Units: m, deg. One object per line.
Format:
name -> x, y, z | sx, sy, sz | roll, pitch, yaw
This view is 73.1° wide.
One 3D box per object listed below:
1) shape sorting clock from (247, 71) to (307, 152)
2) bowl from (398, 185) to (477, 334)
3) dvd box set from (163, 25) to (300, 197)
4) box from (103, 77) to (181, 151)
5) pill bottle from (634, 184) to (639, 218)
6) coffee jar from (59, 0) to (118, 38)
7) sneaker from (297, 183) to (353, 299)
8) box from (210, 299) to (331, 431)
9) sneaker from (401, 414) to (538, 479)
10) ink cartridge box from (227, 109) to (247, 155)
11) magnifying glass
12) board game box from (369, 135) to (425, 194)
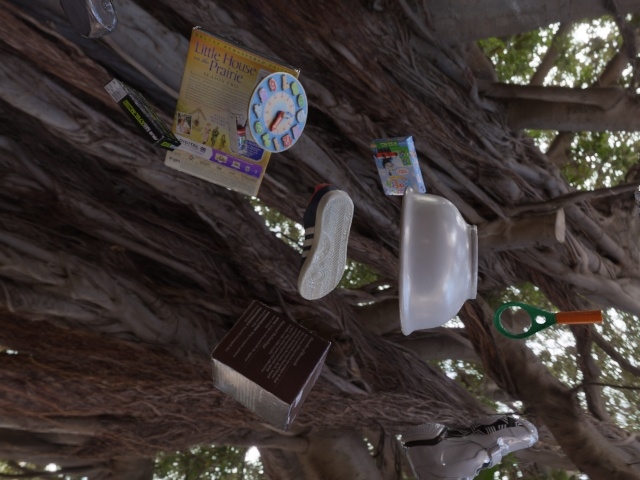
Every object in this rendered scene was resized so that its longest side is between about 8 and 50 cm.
shape sorting clock -> -0.108, -0.335, 1.140 | 0.040, 0.206, 0.206 | 27, -91, 34
bowl -> 0.233, 0.041, 0.843 | 0.134, 0.298, 0.298 | 1, -111, 17
dvd box set -> -0.274, -0.364, 1.290 | 0.062, 0.307, 0.420 | -87, -161, -58
box -> -0.476, -0.335, 1.174 | 0.045, 0.190, 0.184 | -39, -171, -1
pill bottle -> 0.630, -0.015, 0.749 | 0.112, 0.186, 0.112 | -22, -164, 7
coffee jar -> -0.417, -0.430, 0.777 | 0.079, 0.096, 0.184 | -23, -137, -11
sneaker -> 0.000, 0.000, 1.240 | 0.148, 0.131, 0.350 | -126, -134, -53
box -> -0.113, 0.278, 0.965 | 0.203, 0.168, 0.167 | 27, -131, 12
sneaker -> 0.410, 0.598, 1.145 | 0.366, 0.137, 0.210 | -8, -136, 5
ink cartridge box -> -0.232, -0.301, 1.201 | 0.063, 0.029, 0.115 | 43, -39, 42
magnifying glass -> 0.533, 0.186, 1.024 | 0.231, 0.026, 0.092 | -10, -88, 33
board game box -> 0.275, -0.261, 1.536 | 0.160, 0.211, 0.039 | 7, -141, 46
